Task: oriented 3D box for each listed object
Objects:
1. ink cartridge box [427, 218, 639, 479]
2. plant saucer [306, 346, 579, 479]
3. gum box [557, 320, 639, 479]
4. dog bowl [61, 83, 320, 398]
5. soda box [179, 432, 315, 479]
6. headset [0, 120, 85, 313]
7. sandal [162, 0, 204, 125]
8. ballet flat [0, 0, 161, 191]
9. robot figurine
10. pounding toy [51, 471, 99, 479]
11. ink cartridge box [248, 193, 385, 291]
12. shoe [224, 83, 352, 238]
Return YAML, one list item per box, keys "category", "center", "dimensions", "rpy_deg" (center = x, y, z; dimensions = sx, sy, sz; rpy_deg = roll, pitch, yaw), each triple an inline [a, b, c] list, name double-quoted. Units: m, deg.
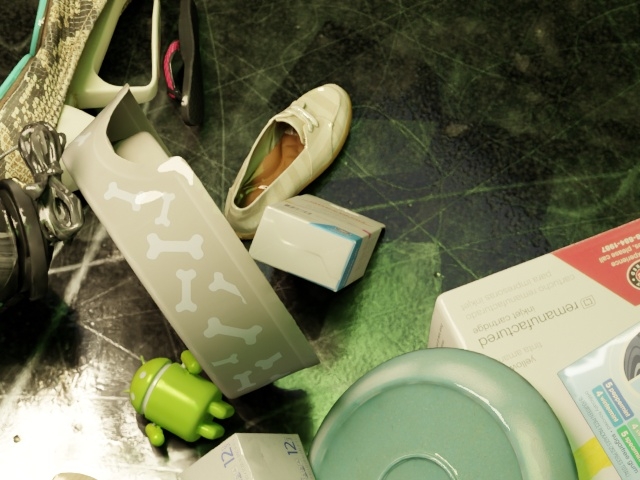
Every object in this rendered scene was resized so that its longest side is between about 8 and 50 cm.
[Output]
- category: "ink cartridge box"
  center: [0.313, 0.200, 1.848]
  dimensions: [0.279, 0.160, 0.384]
  rpy_deg: [-20, 65, -12]
- category: "plant saucer"
  center: [0.102, 0.260, 1.781]
  dimensions: [0.318, 0.044, 0.317]
  rpy_deg: [-8, 76, 33]
- category: "gum box"
  center: [0.344, 0.145, 1.727]
  dimensions: [0.184, 0.041, 0.157]
  rpy_deg: [-34, 65, 8]
- category: "dog bowl"
  center: [-0.138, 0.010, 1.850]
  dimensions: [0.102, 0.349, 0.348]
  rpy_deg: [-34, 68, -4]
- category: "soda box"
  center: [-0.033, 0.332, 1.774]
  dimensions: [0.091, 0.098, 0.286]
  rpy_deg: [-38, 63, 31]
- category: "headset"
  center: [-0.363, 0.022, 1.815]
  dimensions: [0.243, 0.394, 0.185]
  rpy_deg: [1, 55, -43]
- category: "sandal"
  center: [-0.160, -0.202, 2.103]
  dimensions: [0.040, 0.067, 0.179]
  rpy_deg: [-8, 56, 4]
- category: "ballet flat"
  center: [-0.277, -0.180, 2.044]
  dimensions: [0.182, 0.164, 0.482]
  rpy_deg: [20, 61, -4]
- category: "robot figurine"
  center: [-0.150, 0.167, 1.910]
  dimensions: [0.115, 0.067, 0.101]
  rpy_deg: [28, 97, 12]
- category: "pounding toy"
  center: [-0.254, 0.311, 1.787]
  dimensions: [0.270, 0.155, 0.154]
  rpy_deg: [-27, 71, -14]
- category: "ink cartridge box"
  center: [0.000, 0.000, 1.969]
  dimensions: [0.104, 0.181, 0.061]
  rpy_deg: [22, 100, 10]
- category: "shoe"
  center: [-0.035, -0.097, 2.045]
  dimensions: [0.077, 0.058, 0.219]
  rpy_deg: [26, 67, 23]
